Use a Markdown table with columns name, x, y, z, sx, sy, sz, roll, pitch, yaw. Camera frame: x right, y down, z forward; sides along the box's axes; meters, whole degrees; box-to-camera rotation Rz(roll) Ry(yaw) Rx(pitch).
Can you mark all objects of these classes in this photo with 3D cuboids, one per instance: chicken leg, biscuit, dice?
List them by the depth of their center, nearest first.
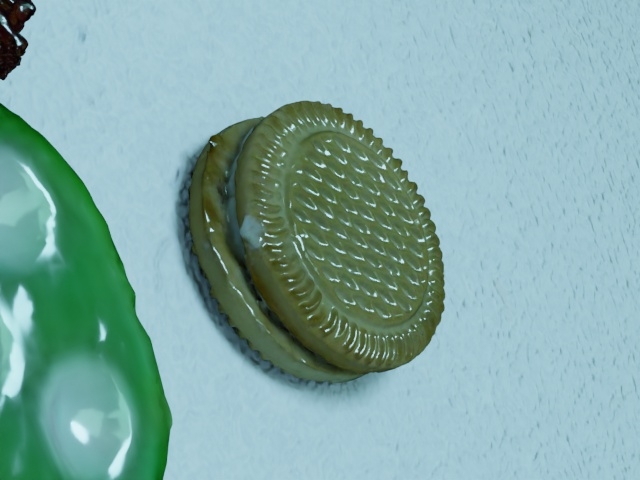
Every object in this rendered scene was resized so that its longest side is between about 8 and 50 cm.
| name | x | y | z | sx | sy | sz | roll | pitch | yaw |
| --- | --- | --- | --- | --- | --- | --- | --- | --- | --- |
| dice | -0.284 | 0.097 | 1.090 | 0.300 | 0.297 | 0.287 | -18 | 85 | -53 |
| chicken leg | -0.270 | -0.223 | 1.513 | 0.089 | 0.048 | 0.219 | -6 | 72 | -54 |
| biscuit | 0.000 | 0.000 | 1.661 | 0.259 | 0.079 | 0.259 | 28 | 49 | -38 |
